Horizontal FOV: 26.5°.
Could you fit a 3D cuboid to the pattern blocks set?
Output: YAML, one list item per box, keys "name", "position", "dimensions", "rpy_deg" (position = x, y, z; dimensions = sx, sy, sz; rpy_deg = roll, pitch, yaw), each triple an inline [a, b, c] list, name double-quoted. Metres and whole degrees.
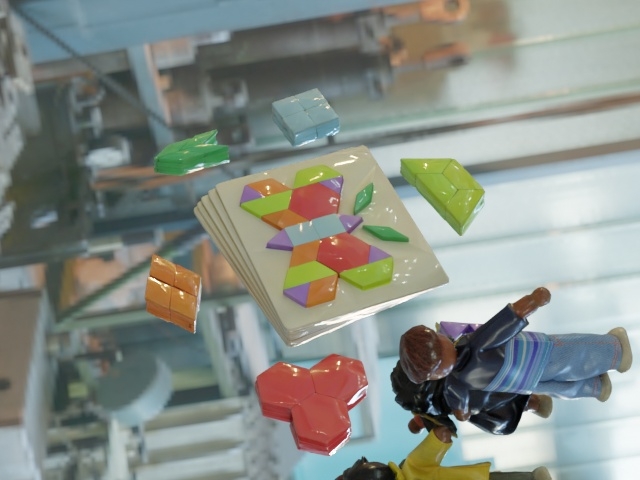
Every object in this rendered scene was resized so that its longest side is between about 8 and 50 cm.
- name: "pattern blocks set"
  position: [0.000, 0.000, 1.061]
  dimensions: [0.325, 0.285, 0.026]
  rpy_deg: [43, -31, 34]

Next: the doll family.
- name: "doll family"
  position: [0.064, 0.091, 0.647]
  dimensions: [0.076, 0.111, 0.193]
  rpy_deg: [-118, -138, -57]
